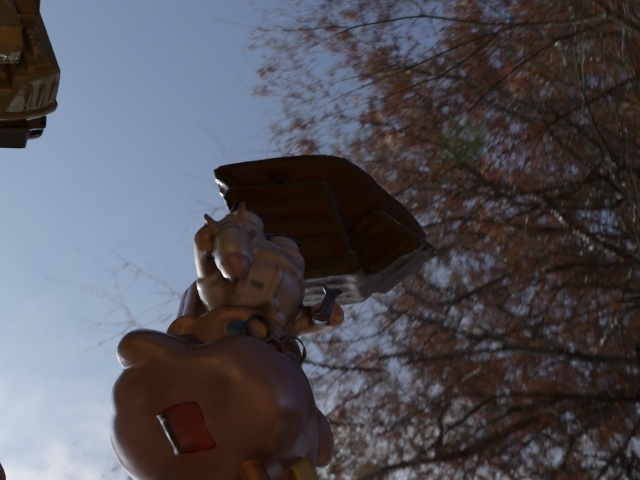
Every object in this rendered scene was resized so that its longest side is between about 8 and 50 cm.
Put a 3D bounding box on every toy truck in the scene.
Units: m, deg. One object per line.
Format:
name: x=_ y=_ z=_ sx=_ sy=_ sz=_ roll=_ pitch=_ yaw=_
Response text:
toy truck: x=-0.480 y=-0.327 z=1.293 sx=0.254 sy=0.180 sz=0.405 roll=-50 pitch=-129 yaw=44

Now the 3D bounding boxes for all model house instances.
model house: x=0.010 y=-0.006 z=1.117 sx=0.267 sy=0.239 sz=0.174 roll=-7 pitch=-76 yaw=-2

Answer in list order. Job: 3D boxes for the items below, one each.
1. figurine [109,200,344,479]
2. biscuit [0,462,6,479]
figurine: x=-0.051 y=0.074 z=0.522 sx=0.112 sy=0.229 sz=0.137 roll=-31 pitch=-55 yaw=32
biscuit: x=-0.367 y=0.320 z=0.843 sx=0.049 sy=0.205 sz=0.324 roll=30 pitch=-67 yaw=23
